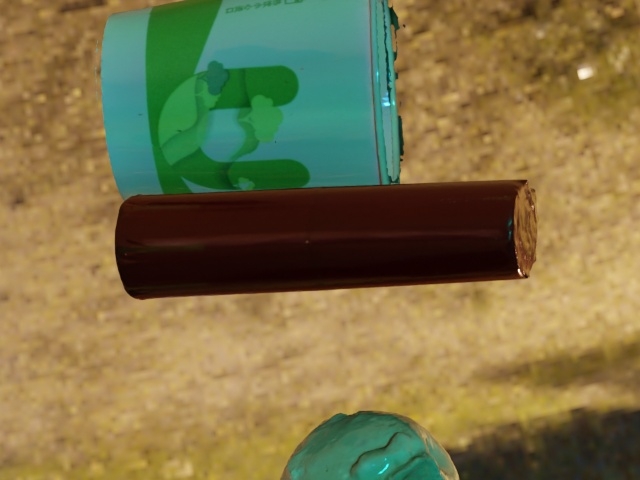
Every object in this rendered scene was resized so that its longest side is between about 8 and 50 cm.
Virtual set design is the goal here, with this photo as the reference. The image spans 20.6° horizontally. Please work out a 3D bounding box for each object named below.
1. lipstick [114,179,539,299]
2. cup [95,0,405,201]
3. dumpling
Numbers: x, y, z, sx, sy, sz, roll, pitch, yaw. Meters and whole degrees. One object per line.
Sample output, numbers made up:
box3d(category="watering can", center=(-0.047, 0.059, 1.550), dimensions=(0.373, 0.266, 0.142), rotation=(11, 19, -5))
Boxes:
box3d(category="lipstick", center=(0.000, -0.001, 1.147), dimensions=(0.279, 0.073, 0.073), rotation=(-2, 167, 20))
box3d(category="cup", center=(-0.059, -0.137, 1.673), dimensions=(0.274, 0.253, 0.253), rotation=(-3, 164, 7))
box3d(category="dumpling", center=(0.013, 0.156, 1.071), dimensions=(0.149, 0.105, 0.217), rotation=(2, 172, 7))
